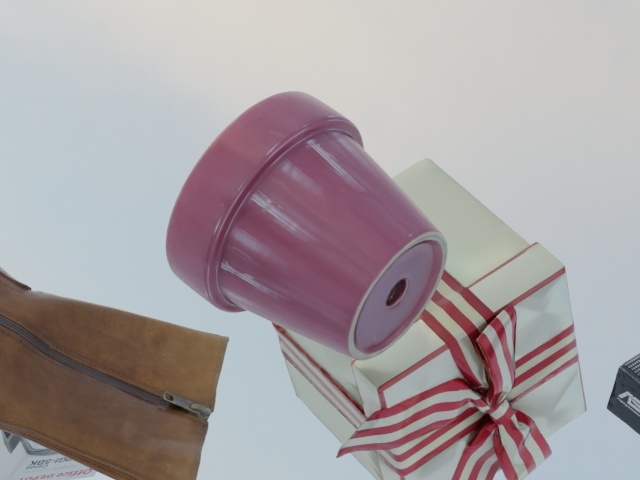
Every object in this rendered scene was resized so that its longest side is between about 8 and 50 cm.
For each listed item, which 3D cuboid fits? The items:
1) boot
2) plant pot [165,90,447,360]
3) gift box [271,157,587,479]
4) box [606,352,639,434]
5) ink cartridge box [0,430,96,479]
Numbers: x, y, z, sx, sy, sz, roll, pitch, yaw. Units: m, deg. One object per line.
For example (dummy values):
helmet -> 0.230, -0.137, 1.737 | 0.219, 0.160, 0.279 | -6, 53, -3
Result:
boot -> -0.192, 0.029, 1.308 | 0.280, 0.264, 0.096 | 16, -52, -10
plant pot -> 0.000, 0.000, 1.684 | 0.180, 0.201, 0.201 | 35, -20, 26
gift box -> 0.098, 0.123, 1.967 | 0.258, 0.276, 0.255 | 42, -17, 41
box -> 0.434, 0.145, 1.829 | 0.216, 0.270, 0.060 | 41, -41, 31
ink cartridge box -> -0.202, 0.139, 1.612 | 0.135, 0.099, 0.056 | -51, -123, 36
